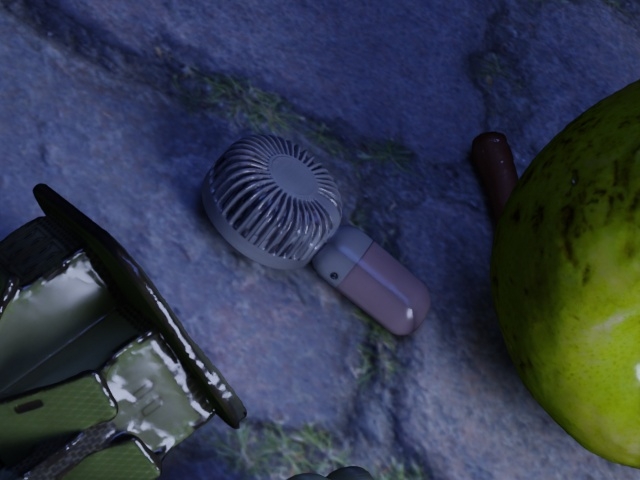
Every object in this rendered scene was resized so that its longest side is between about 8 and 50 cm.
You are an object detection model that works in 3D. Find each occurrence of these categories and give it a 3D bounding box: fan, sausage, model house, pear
[{"bbox_3d":[0.000,0.000,1.494,0.244,0.074,0.130,40,35,-1],"label":"fan"},{"bbox_3d":[0.186,-0.039,1.640,0.047,0.040,0.177,9,52,-23],"label":"sausage"},{"bbox_3d":[-0.240,0.123,1.240,0.278,0.218,0.205,-38,119,-11],"label":"model house"},{"bbox_3d":[0.338,0.022,1.464,0.391,0.391,0.391,15,49,-17],"label":"pear"}]

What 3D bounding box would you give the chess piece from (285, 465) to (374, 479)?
[{"bbox_3d":[-0.084,0.248,1.209,0.251,0.144,0.144,0,54,-21],"label":"chess piece"}]
